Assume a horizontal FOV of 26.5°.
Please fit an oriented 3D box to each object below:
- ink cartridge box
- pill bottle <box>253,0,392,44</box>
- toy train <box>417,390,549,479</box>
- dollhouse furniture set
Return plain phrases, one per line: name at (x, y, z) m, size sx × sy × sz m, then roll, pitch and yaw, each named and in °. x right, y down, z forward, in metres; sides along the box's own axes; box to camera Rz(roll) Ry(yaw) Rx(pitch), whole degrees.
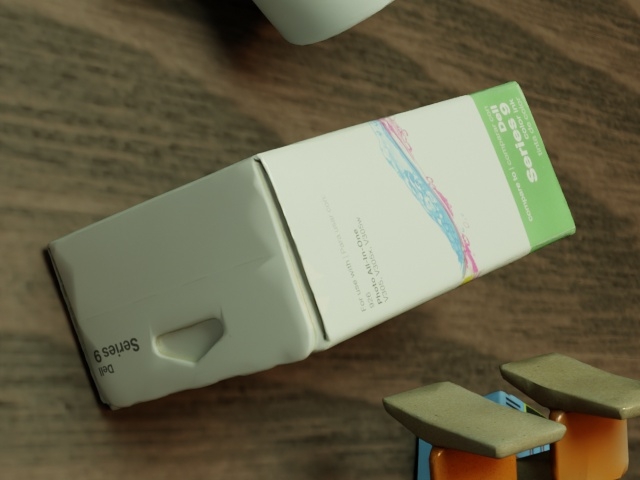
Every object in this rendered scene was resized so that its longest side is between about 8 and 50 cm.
ink cartridge box at (0.000, 0.000, 0.669) m, size 0.212 × 0.154 × 0.093 m, roll -23°, pitch 92°, yaw -48°
pill bottle at (-0.064, -0.269, 0.681) m, size 0.334 × 0.188 × 0.188 m, roll 49°, pitch 46°, yaw -23°
toy train at (0.132, 0.168, 0.804) m, size 0.184 × 0.080 × 0.105 m, roll 34°, pitch 47°, yaw -34°
dollhouse furniture set at (0.165, 0.195, 0.683) m, size 0.259 × 0.135 × 0.262 m, roll -10°, pitch 101°, yaw -31°
